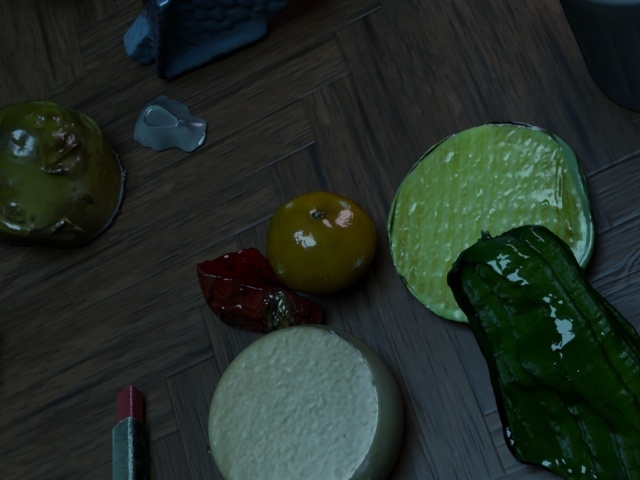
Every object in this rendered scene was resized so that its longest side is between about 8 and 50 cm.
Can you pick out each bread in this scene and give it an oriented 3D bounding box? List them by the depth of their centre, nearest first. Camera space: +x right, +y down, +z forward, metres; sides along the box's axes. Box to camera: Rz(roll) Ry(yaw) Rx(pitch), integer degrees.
[{"bbox_3d":[0.229,-0.020,1.773,0.301,0.045,0.301,-9,66,21],"label":"bread"}]

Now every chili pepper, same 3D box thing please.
[{"bbox_3d":[0.304,0.148,1.593,0.167,0.213,0.385,-25,82,-26],"label":"chili pepper"}]

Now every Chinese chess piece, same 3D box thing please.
[{"bbox_3d":[-0.020,0.243,1.742,0.273,0.102,0.273,-8,66,19],"label":"Chinese chess piece"}]

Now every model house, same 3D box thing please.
[{"bbox_3d":[-0.236,-0.476,2.070,0.339,0.297,0.360,-41,53,41],"label":"model house"}]

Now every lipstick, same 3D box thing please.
[{"bbox_3d":[-0.267,0.357,1.836,0.051,0.051,0.312,-15,61,19],"label":"lipstick"}]

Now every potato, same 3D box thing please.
[{"bbox_3d":[-0.475,-0.121,2.048,0.300,0.196,0.246,6,70,28],"label":"potato"}]

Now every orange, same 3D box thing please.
[{"bbox_3d":[0.000,0.000,1.812,0.156,0.124,0.156,-7,51,8],"label":"orange"}]

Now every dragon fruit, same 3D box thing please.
[{"bbox_3d":[-0.079,0.089,1.867,0.192,0.122,0.092,20,118,26],"label":"dragon fruit"}]

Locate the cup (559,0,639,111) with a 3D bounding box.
[{"bbox_3d":[0.426,-0.374,1.669,0.237,0.327,0.322,0,67,24],"label":"cup"}]

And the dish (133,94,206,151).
[{"bbox_3d":[-0.242,-0.185,2.057,0.137,0.039,0.091,22,79,31],"label":"dish"}]
